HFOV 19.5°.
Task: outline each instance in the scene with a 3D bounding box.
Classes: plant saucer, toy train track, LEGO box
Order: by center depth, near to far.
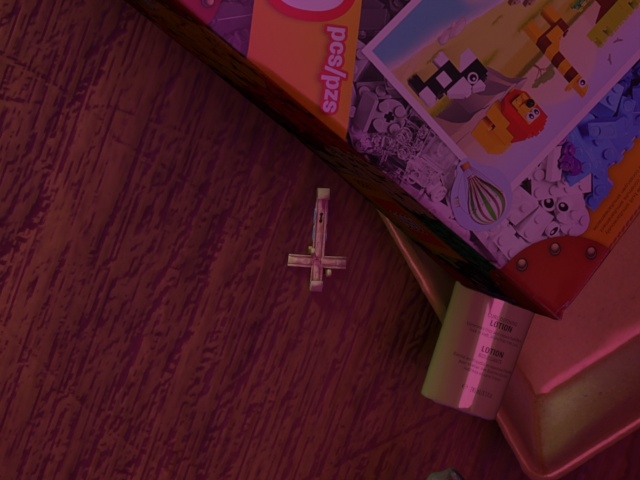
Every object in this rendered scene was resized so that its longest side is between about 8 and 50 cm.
[{"bbox_3d":[0.143,-0.261,1.263,0.372,0.193,0.500,38,85,-18],"label":"LEGO box"},{"bbox_3d":[0.000,0.000,1.483,0.048,0.014,0.083,3,97,-13],"label":"toy train track"},{"bbox_3d":[0.225,-0.029,1.494,0.333,0.081,0.333,-31,102,-6],"label":"plant saucer"}]

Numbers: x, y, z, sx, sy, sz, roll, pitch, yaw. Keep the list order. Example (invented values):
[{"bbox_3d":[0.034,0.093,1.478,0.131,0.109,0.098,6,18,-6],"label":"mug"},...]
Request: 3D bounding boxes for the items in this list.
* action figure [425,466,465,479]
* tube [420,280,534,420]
[{"bbox_3d":[0.064,0.372,1.503,0.330,0.178,0.341,-41,126,3],"label":"action figure"},{"bbox_3d":[0.142,0.015,1.414,0.062,0.070,0.240,19,89,30],"label":"tube"}]
